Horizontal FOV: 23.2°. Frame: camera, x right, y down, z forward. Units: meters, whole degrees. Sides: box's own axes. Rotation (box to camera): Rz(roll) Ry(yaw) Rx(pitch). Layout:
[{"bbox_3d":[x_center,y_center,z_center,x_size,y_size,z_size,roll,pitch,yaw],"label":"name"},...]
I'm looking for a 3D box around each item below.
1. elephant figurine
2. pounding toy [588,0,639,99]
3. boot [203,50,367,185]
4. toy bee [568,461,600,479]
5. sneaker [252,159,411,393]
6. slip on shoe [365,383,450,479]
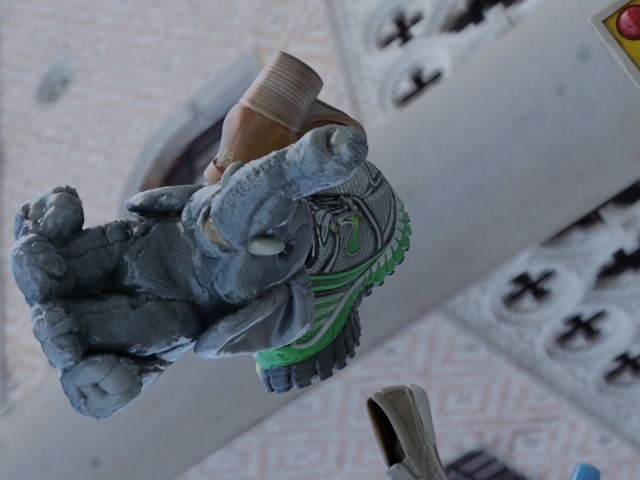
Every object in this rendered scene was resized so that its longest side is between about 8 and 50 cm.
[{"bbox_3d":[-0.074,0.016,1.049,0.186,0.239,0.169,-121,9,-67],"label":"elephant figurine"},{"bbox_3d":[0.341,-0.212,1.489,0.130,0.141,0.100,57,-171,21],"label":"pounding toy"},{"bbox_3d":[-0.052,-0.075,1.813,0.109,0.220,0.283,29,174,15],"label":"boot"},{"bbox_3d":[0.207,0.240,1.176,0.162,0.195,0.298,-62,-31,-41],"label":"toy bee"},{"bbox_3d":[0.000,0.000,1.619,0.343,0.134,0.146,-67,-41,-55],"label":"sneaker"},{"bbox_3d":[0.066,0.169,1.126,0.041,0.051,0.135,0,-113,-30],"label":"slip on shoe"}]
